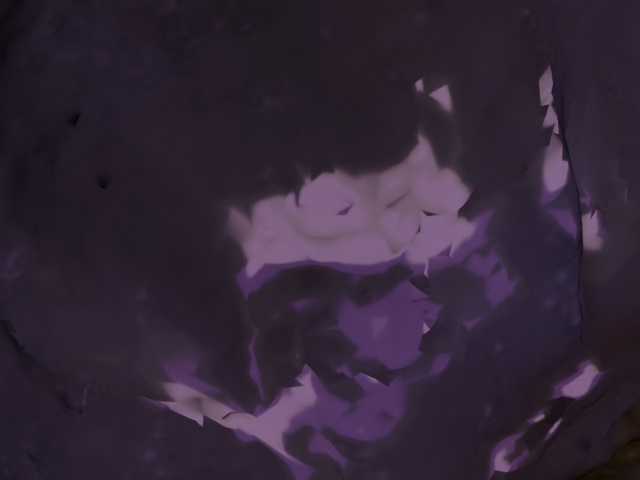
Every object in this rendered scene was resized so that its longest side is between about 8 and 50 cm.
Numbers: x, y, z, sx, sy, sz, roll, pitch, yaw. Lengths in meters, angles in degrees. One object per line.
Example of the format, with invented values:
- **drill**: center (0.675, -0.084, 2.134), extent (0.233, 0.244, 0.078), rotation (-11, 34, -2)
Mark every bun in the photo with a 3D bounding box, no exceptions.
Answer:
- **bun**: center (0.032, 0.026, 0.499), extent (0.362, 0.211, 0.361), rotation (-16, 122, -28)
